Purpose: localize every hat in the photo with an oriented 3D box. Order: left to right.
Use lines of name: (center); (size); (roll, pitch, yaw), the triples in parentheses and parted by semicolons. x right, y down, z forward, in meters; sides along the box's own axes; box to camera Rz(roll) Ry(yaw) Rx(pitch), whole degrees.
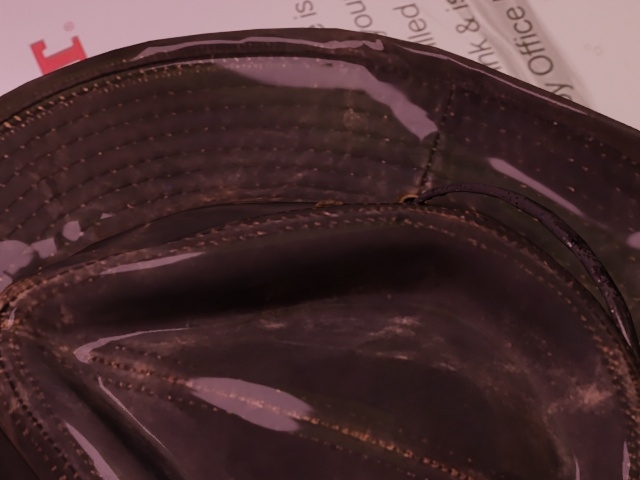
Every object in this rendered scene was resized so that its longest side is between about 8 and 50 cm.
hat: (-0.009, 0.064, 0.543); (0.331, 0.134, 0.331); (-1, 74, 4)

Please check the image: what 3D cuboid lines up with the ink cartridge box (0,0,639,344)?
ink cartridge box: (0.094, -0.008, 0.714); (0.394, 0.166, 0.285); (-24, 71, -4)
